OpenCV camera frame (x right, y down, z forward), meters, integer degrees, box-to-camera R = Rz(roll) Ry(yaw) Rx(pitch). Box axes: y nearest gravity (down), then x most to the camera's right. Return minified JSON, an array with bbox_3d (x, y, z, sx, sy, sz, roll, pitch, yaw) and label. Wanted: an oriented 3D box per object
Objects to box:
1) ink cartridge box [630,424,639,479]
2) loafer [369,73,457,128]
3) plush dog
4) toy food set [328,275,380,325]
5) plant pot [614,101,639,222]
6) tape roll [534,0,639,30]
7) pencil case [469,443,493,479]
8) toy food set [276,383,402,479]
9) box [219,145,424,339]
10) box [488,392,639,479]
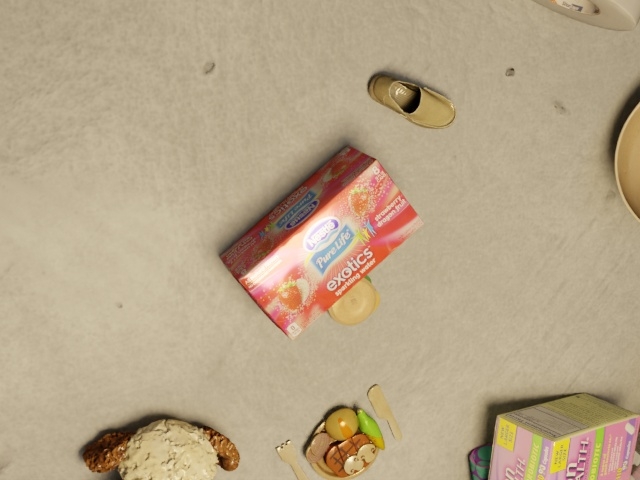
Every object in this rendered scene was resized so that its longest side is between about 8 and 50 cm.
[{"bbox_3d":[0.611,0.310,1.649,0.066,0.189,0.232,28,93,4],"label":"ink cartridge box"},{"bbox_3d":[0.140,-0.198,1.401,0.148,0.050,0.056,16,100,-23],"label":"loafer"},{"bbox_3d":[-0.225,0.371,1.374,0.262,0.210,0.225,2,81,-20],"label":"plush dog"},{"bbox_3d":[0.048,0.090,1.468,0.083,0.020,0.082,-36,114,-7],"label":"toy food set"},{"bbox_3d":[0.626,-0.105,1.513,0.284,0.284,0.191,-59,151,3],"label":"plant pot"},{"bbox_3d":[0.353,-0.372,1.336,0.219,0.219,0.072,23,96,-24],"label":"tape roll"},{"bbox_3d":[0.295,0.428,1.632,0.070,0.064,0.152,-9,109,-1],"label":"pencil case"},{"bbox_3d":[0.040,0.328,1.524,0.192,0.038,0.132,-32,114,-9],"label":"toy food set"},{"bbox_3d":[0.000,0.000,1.367,0.257,0.122,0.128,-41,114,-5],"label":"box"},{"bbox_3d":[0.399,0.387,1.586,0.243,0.117,0.214,-3,105,-39],"label":"box"}]
